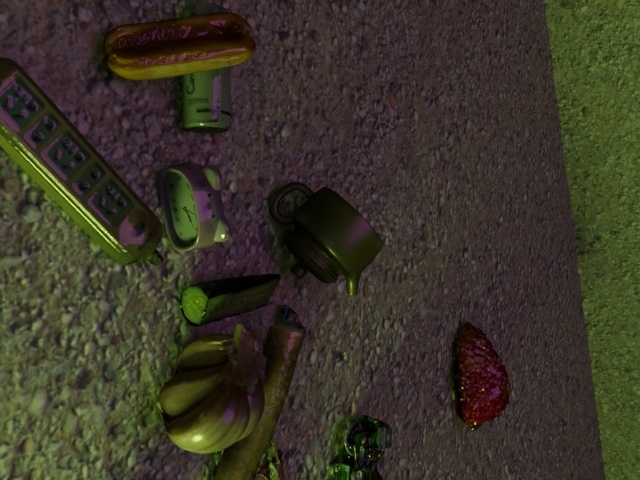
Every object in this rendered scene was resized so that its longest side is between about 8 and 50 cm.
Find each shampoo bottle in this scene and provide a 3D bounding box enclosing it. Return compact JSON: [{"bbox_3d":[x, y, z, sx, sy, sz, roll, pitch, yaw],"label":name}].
[{"bbox_3d":[-0.201,-0.324,1.132,0.085,0.085,0.262,-1,90,-51],"label":"shampoo bottle"}]

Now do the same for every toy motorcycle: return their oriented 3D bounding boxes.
[{"bbox_3d":[0.113,0.542,1.486,0.187,0.125,0.274,12,80,-41],"label":"toy motorcycle"}]

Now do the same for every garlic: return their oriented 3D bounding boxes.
[{"bbox_3d":[-0.167,0.266,1.075,0.160,0.191,0.214,40,30,-37],"label":"garlic"}]

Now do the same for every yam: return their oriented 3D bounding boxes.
[{"bbox_3d":[-0.115,0.318,1.189,0.081,0.081,0.356,24,82,-48],"label":"yam"}]

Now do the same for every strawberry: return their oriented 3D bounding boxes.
[{"bbox_3d":[0.491,0.408,1.944,0.233,0.138,0.306,-34,117,-44],"label":"strawberry"}]

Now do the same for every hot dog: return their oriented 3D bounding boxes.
[{"bbox_3d":[-0.227,-0.311,1.044,0.250,0.068,0.100,-14,71,-21],"label":"hot dog"}]

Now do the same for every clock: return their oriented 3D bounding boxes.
[{"bbox_3d":[-0.216,-0.057,1.090,0.050,0.110,0.152,-22,105,-52],"label":"clock"}]

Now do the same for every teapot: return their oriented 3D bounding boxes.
[{"bbox_3d":[0.000,0.000,1.324,0.267,0.185,0.175,45,83,-5],"label":"teapot"}]

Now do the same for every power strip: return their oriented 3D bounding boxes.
[{"bbox_3d":[-0.355,-0.090,0.956,0.387,0.066,0.092,55,52,-36],"label":"power strip"}]

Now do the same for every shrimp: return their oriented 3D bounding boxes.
[{"bbox_3d":[-0.109,0.488,1.282,0.099,0.041,0.180,10,83,-36],"label":"shrimp"}]

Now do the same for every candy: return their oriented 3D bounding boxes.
[{"bbox_3d":[-0.105,0.225,1.276,0.094,0.051,0.226,55,49,-25],"label":"candy"}]

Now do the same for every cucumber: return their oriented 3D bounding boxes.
[{"bbox_3d":[-0.165,0.097,1.199,0.211,0.062,0.078,-13,134,-56],"label":"cucumber"}]
